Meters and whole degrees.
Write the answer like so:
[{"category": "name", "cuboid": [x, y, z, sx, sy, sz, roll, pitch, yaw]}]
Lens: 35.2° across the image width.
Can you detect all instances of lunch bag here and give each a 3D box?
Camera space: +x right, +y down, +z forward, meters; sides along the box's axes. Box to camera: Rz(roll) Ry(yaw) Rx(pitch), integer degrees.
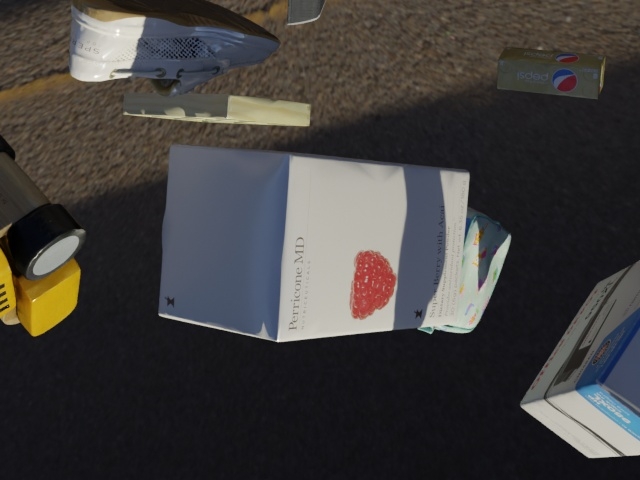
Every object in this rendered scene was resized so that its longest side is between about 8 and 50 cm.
[{"category": "lunch bag", "cuboid": [0.229, 0.054, 1.762, 0.107, 0.279, 0.224, 23, 92, 26]}]

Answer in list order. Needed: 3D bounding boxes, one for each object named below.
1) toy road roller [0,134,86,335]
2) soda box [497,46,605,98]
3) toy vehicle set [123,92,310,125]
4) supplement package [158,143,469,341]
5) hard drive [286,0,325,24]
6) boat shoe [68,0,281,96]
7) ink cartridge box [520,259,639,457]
[{"category": "toy road roller", "cuboid": [-0.463, 0.027, 1.315, 0.240, 0.329, 0.202, -38, 79, -25]}, {"category": "soda box", "cuboid": [0.407, -0.298, 1.791, 0.181, 0.058, 0.061, 9, 127, 21]}, {"category": "toy vehicle set", "cuboid": [-0.165, -0.205, 1.578, 0.166, 0.266, 0.035, -1, 97, -44]}, {"category": "supplement package", "cuboid": [0.000, 0.000, 1.057, 0.175, 0.292, 0.178, 8, 95, 41]}, {"category": "hard drive", "cuboid": [0.004, -0.448, 1.436, 0.054, 0.172, 0.255, 13, 63, 2]}, {"category": "boat shoe", "cuboid": [-0.153, -0.198, 1.047, 0.098, 0.277, 0.096, 34, 114, 30]}, {"category": "ink cartridge box", "cuboid": [0.501, 0.180, 1.594, 0.166, 0.395, 0.285, 36, 76, 4]}]
